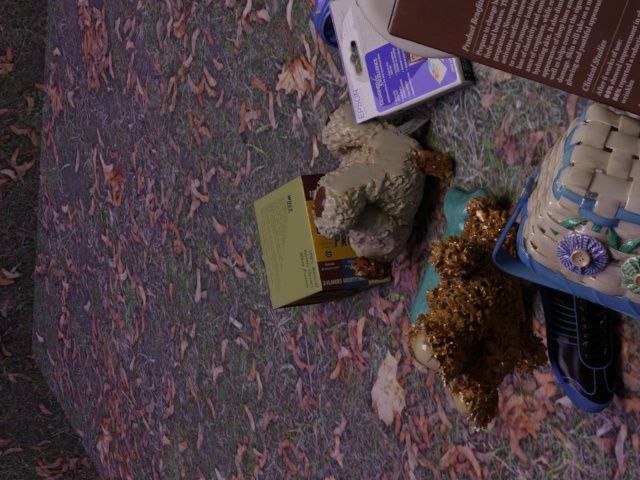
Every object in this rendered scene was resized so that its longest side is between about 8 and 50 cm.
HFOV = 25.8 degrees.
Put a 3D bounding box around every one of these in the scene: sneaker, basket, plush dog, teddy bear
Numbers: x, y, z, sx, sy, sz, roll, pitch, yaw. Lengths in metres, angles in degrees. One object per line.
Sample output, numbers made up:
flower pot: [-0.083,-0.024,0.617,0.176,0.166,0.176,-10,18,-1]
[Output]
sneaker: [0.346,0.108,1.840,0.090,0.081,0.232,132,127,-64]
basket: [0.340,-0.008,1.625,0.289,0.254,0.201,92,-162,-61]
plush dog: [0.096,-0.064,2.214,0.225,0.210,0.262,94,-178,-49]
teddy bear: [0.214,0.084,1.789,0.113,0.338,0.245,-26,97,36]

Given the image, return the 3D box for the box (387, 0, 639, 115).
box: [0.286,-0.277,1.559,0.143,0.381,0.191,-66,-6,-53]

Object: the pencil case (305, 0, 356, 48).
pencil case: [0.003,-0.460,2.297,0.133,0.119,0.306,65,-179,-62]

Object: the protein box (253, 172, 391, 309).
protein box: [0.000,0.000,2.405,0.201,0.136,0.200,-25,73,62]

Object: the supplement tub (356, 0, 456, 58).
supplement tub: [0.159,-0.396,1.805,0.316,0.228,0.228,-81,2,-57]

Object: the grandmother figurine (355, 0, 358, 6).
grandmother figurine: [0.077,-0.515,2.122,0.208,0.104,0.342,-37,49,26]

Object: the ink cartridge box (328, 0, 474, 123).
ink cartridge box: [0.121,-0.303,2.126,0.208,0.045,0.206,-18,80,38]

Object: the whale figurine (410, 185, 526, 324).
whale figurine: [0.202,0.059,2.034,0.216,0.141,0.272,11,106,61]
